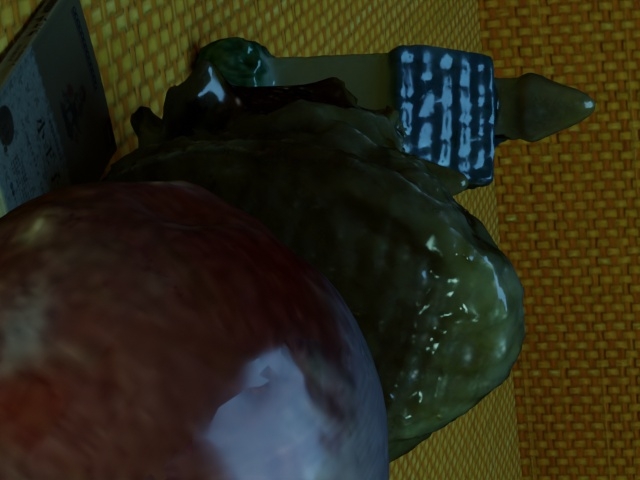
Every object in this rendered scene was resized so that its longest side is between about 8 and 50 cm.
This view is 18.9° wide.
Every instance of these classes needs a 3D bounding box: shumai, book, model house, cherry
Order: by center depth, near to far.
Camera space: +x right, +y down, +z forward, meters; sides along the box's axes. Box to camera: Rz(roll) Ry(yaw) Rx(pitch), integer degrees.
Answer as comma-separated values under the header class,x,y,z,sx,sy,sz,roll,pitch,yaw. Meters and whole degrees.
class,x,y,z,sx,sy,sz,roll,pitch,yaw
cherry,-0.116,0.143,1.047,0.326,0.291,0.335,76,35,-69
book,-0.184,-0.071,1.284,0.198,0.016,0.138,-70,153,-55
shumai,0.000,0.000,1.363,0.288,0.330,0.292,-48,133,-63
model house,0.078,-0.068,1.671,0.267,0.325,0.194,34,53,-71
